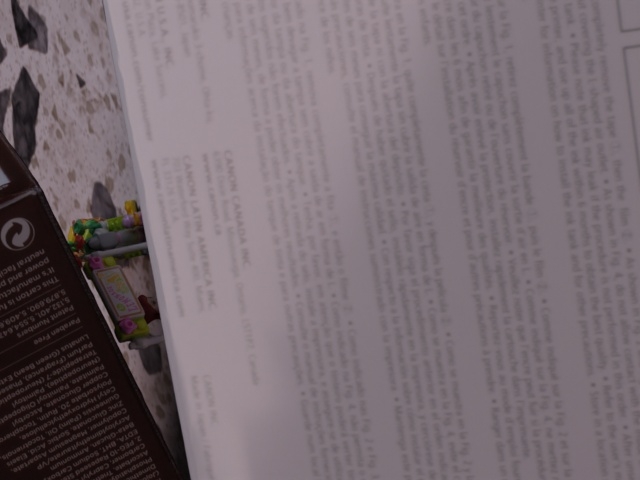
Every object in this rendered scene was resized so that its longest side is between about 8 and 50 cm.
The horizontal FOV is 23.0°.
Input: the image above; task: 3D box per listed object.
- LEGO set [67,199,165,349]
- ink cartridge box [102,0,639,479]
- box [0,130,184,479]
[{"bbox_3d":[-0.151,0.032,1.223,0.287,0.107,0.132,42,134,42],"label":"LEGO set"},{"bbox_3d":[0.103,-0.020,0.738,0.385,0.091,0.308,-6,99,19],"label":"ink cartridge box"},{"bbox_3d":[-0.212,0.117,1.182,0.191,0.143,0.381,41,158,60],"label":"box"}]
